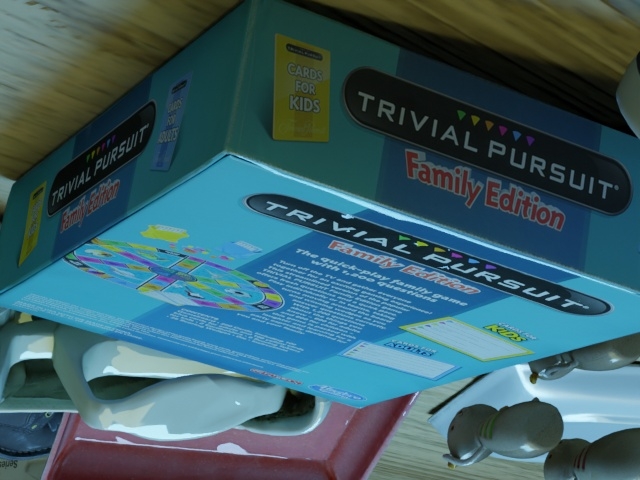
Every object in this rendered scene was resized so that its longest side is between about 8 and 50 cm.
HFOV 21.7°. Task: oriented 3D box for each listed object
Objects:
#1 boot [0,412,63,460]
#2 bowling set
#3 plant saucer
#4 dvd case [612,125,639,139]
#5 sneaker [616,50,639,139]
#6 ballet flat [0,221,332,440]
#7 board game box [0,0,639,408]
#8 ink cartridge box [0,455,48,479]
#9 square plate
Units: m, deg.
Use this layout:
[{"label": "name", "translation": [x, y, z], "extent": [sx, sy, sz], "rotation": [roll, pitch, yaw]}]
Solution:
[{"label": "boot", "translation": [-0.211, 0.116, 1.386], "extent": [0.229, 0.091, 0.263], "rotation": [-18, 163, 33]}, {"label": "bowling set", "translation": [0.172, 0.115, 1.235], "extent": [0.287, 0.200, 0.154], "rotation": [-37, -175, -22]}, {"label": "plant saucer", "translation": [-0.064, 0.114, 1.271], "extent": [0.258, 0.048, 0.259], "rotation": [7, 141, -17]}, {"label": "dvd case", "translation": [0.216, -0.017, 0.935], "extent": [0.180, 0.022, 0.253], "rotation": [-8, 161, 34]}, {"label": "sneaker", "translation": [0.283, -0.041, 0.662], "extent": [0.321, 0.126, 0.127], "rotation": [20, 120, -8]}, {"label": "ballet flat", "translation": [-0.173, 0.066, 1.064], "extent": [0.400, 0.139, 0.139], "rotation": [3, 165, -9]}, {"label": "board game box", "translation": [0.000, 0.000, 0.875], "extent": [0.253, 0.079, 0.336], "rotation": [18, 159, -24]}, {"label": "ink cartridge box", "translation": [-0.164, 0.216, 1.680], "extent": [0.273, 0.115, 0.198], "rotation": [16, 159, -41]}, {"label": "square plate", "translation": [0.300, 0.172, 1.569], "extent": [0.347, 0.049, 0.344], "rotation": [4, 165, -7]}]
